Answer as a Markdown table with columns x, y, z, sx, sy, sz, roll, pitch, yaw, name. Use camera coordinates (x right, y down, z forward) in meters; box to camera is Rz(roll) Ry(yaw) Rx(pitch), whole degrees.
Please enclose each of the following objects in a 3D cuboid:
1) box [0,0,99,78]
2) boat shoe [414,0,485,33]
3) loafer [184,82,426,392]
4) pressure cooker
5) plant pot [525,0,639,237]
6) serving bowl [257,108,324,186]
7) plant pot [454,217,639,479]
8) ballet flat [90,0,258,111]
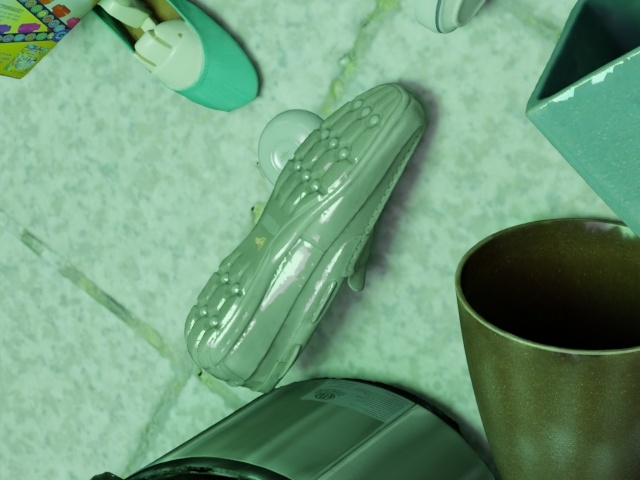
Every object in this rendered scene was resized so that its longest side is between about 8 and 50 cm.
| x | y | z | sx | sy | sz | roll | pitch | yaw | name |
| --- | --- | --- | --- | --- | --- | --- | --- | --- | --- |
| -0.297 | -0.355 | 1.727 | 0.279 | 0.177 | 0.290 | -40 | 60 | 29 | box |
| 0.175 | -0.279 | 1.601 | 0.088 | 0.096 | 0.267 | 39 | 109 | 19 | boat shoe |
| 0.000 | 0.000 | 1.744 | 0.111 | 0.112 | 0.319 | 31 | 103 | -31 | loafer |
| -0.046 | 0.337 | 1.681 | 0.370 | 0.420 | 0.375 | -29 | 89 | 29 | pressure cooker |
| 0.349 | -0.106 | 1.474 | 0.247 | 0.248 | 0.252 | -29 | 106 | 30 | plant pot |
| -0.025 | -0.081 | 1.789 | 0.083 | 0.027 | 0.083 | 7 | 107 | 25 | serving bowl |
| 0.221 | 0.132 | 1.632 | 0.215 | 0.215 | 0.230 | 14 | 124 | 24 | plant pot |
| -0.167 | -0.206 | 1.797 | 0.247 | 0.087 | 0.083 | 45 | 118 | 11 | ballet flat |
